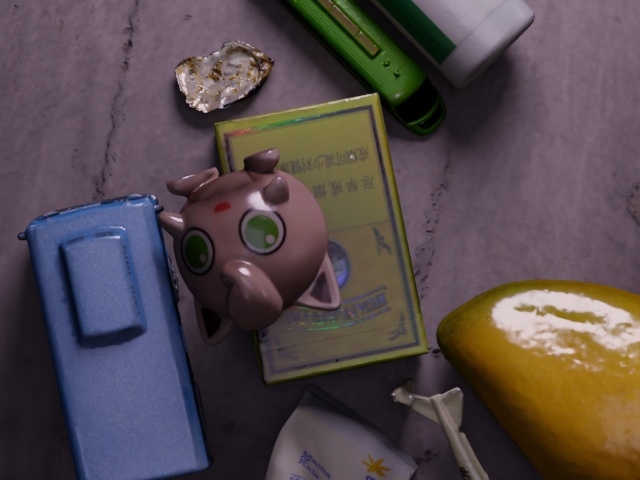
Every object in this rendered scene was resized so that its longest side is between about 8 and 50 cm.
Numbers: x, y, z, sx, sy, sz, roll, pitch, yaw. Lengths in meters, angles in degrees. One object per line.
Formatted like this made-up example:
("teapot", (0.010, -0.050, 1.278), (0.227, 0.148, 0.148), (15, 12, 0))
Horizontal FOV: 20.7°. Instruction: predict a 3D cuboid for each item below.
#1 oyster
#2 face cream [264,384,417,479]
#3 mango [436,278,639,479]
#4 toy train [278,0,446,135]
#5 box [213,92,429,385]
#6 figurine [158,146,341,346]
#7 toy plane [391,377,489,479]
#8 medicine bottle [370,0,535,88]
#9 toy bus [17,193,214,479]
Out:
("oyster", (-0.078, -0.138, 1.474), (0.083, 0.019, 0.054), (-20, 86, -1))
("face cream", (0.003, 0.196, 1.370), (0.114, 0.224, 0.070), (37, 123, 0))
("mango", (0.242, 0.132, 1.425), (0.316, 0.119, 0.176), (30, 88, 9))
("toy train", (0.027, -0.172, 1.469), (0.209, 0.042, 0.044), (45, 86, 2))
("box", (0.000, 0.000, 1.446), (0.141, 0.064, 0.220), (-10, 88, -2))
("figurine", (-0.055, 0.004, 1.352), (0.125, 0.125, 0.138), (-14, 89, -3))
("toy plane", (0.146, 0.239, 1.430), (0.108, 0.092, 0.286), (-24, 89, 21))
("medicine bottle", (0.058, -0.245, 1.450), (0.095, 0.095, 0.260), (-45, 90, -4))
("toy bus", (-0.160, 0.079, 1.398), (0.116, 0.133, 0.234), (-12, 87, -2))
